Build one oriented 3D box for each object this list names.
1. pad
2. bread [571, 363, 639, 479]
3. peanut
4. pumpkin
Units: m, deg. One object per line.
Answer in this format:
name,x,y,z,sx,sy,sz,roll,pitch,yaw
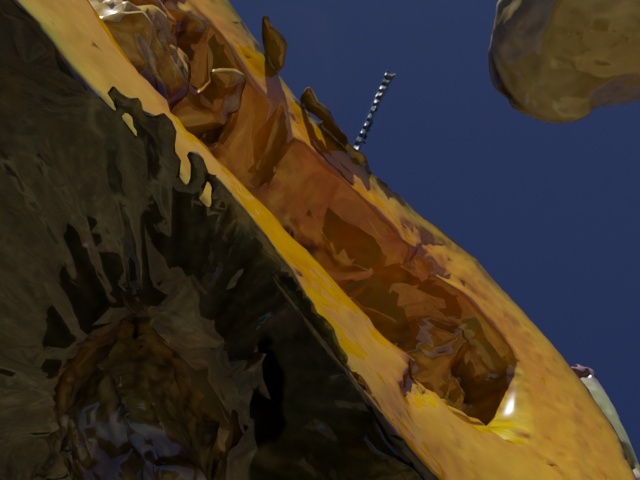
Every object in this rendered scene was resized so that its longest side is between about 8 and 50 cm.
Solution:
pad,0.000,0.000,1.383,0.012,0.269,0.269,23,-67,1
bread,0.077,0.203,1.257,0.338,0.187,0.155,-1,-48,-10
peanut,0.277,-0.231,1.242,0.174,0.158,0.340,28,-86,-20
pumpkin,-0.068,0.062,0.498,0.325,0.242,0.232,45,-76,-4
